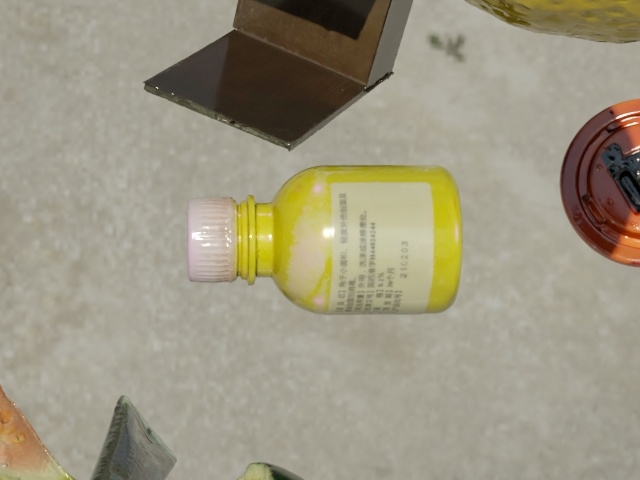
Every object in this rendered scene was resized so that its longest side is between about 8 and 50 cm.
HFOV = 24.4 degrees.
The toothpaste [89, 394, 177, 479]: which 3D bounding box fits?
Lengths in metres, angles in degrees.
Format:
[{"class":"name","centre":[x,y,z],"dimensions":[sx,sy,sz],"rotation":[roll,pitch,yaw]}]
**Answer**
[{"class":"toothpaste","centre":[-0.200,0.256,1.470],"dimensions":[0.061,0.099,0.392],"rotation":[-35,10,12]}]

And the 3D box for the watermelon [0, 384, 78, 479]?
[{"class":"watermelon","centre":[-0.268,0.101,0.954],"dimensions":[0.245,0.063,0.119],"rotation":[42,47,10]}]

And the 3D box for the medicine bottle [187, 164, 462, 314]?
[{"class":"medicine bottle","centre":[0.000,0.000,1.184],"dimensions":[0.212,0.122,0.122],"rotation":[-1,30,-5]}]

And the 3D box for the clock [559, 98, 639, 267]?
[{"class":"clock","centre":[0.386,-0.069,1.747],"dimensions":[0.205,0.205,0.051],"rotation":[13,-7,11]}]

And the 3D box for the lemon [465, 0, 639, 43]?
[{"class":"lemon","centre":[0.163,-0.273,0.809],"dimensions":[0.336,0.336,0.336],"rotation":[5,29,-3]}]

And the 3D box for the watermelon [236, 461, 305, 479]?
[{"class":"watermelon","centre":[-0.034,0.260,0.991],"dimensions":[0.127,0.232,0.204],"rotation":[25,55,-20]}]

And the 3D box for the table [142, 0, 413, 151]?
[{"class":"table","centre":[-0.028,-0.276,1.575],"dimensions":[0.196,0.251,0.282],"rotation":[25,32,14]}]
